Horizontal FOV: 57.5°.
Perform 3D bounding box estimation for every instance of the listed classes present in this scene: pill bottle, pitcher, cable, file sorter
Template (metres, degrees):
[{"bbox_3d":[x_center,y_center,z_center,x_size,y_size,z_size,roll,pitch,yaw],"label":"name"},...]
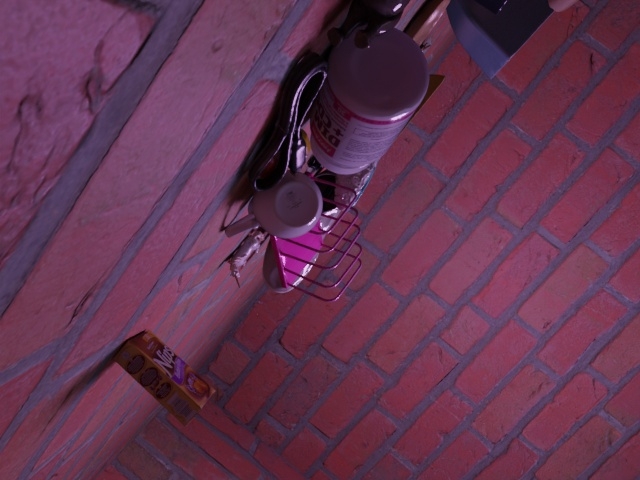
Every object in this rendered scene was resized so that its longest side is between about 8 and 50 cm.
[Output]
[{"bbox_3d":[0.068,-0.225,1.008,0.160,0.160,0.283,-51,178,-17],"label":"pill bottle"},{"bbox_3d":[-0.092,-0.054,1.101,0.178,0.125,0.207,-36,-168,-12],"label":"pitcher"},{"bbox_3d":[-0.062,-0.175,0.903,0.139,0.072,0.287,-33,159,-20],"label":"cable"},{"bbox_3d":[0.000,0.000,1.622,0.202,0.182,0.290,-51,148,-33],"label":"file sorter"}]

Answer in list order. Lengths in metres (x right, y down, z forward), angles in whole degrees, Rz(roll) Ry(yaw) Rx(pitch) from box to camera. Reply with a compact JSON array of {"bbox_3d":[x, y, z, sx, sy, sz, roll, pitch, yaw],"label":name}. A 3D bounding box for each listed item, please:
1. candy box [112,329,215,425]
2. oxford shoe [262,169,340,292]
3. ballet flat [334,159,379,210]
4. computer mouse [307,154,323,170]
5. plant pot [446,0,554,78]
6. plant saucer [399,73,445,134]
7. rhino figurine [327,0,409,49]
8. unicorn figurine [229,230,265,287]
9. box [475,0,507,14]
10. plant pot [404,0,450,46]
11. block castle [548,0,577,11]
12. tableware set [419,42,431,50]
[{"bbox_3d":[-0.298,0.261,1.124,0.053,0.187,0.109,-49,179,5],"label":"candy box"},{"bbox_3d":[-0.048,-0.040,1.847,0.449,0.169,0.130,-58,-178,-3],"label":"oxford shoe"},{"bbox_3d":[0.129,-0.287,1.731,0.409,0.147,0.147,-58,178,3],"label":"ballet flat"},{"bbox_3d":[0.059,-0.267,1.575,0.184,0.060,0.262,-53,177,27],"label":"computer mouse"},{"bbox_3d":[0.501,-0.656,1.654,0.248,0.252,0.247,-47,178,5],"label":"plant pot"},{"bbox_3d":[0.238,-0.421,1.987,0.332,0.081,0.333,-50,-170,-11],"label":"plant saucer"},{"bbox_3d":[0.088,-0.336,0.705,0.106,0.073,0.243,-46,175,-29],"label":"rhino figurine"},{"bbox_3d":[-0.198,0.040,1.495,0.111,0.060,0.161,115,-2,-81],"label":"unicorn figurine"},{"bbox_3d":[0.291,-0.504,0.956,0.207,0.153,0.108,-55,180,-24],"label":"box"},{"bbox_3d":[0.246,-0.528,1.476,0.236,0.032,0.236,-51,178,-3],"label":"plant pot"},{"bbox_3d":[0.535,-0.698,1.097,0.453,0.303,0.213,-51,-175,-3],"label":"block castle"},{"bbox_3d":[0.278,-0.545,1.830,0.194,0.039,0.128,-53,178,31],"label":"tableware set"}]
